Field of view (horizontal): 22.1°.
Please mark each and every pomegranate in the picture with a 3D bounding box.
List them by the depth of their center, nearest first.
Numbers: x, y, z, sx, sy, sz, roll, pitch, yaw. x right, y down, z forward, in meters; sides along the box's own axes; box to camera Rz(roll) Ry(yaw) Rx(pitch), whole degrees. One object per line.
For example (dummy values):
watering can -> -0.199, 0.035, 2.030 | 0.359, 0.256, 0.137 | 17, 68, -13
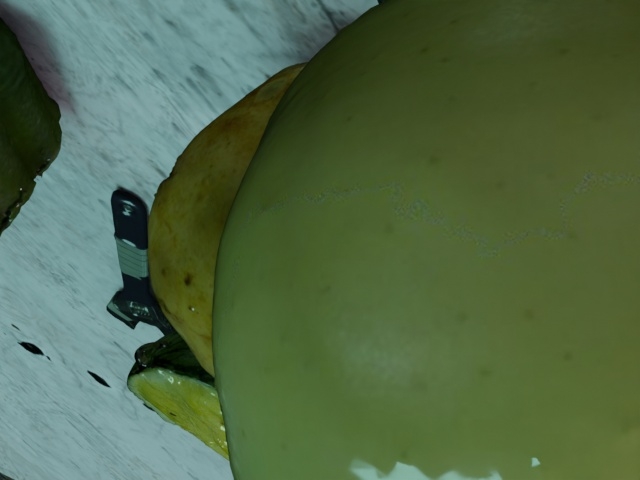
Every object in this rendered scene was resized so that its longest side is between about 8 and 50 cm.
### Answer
pomegranate -> 0.000, 0.000, 1.200 | 0.260, 0.260, 0.260 | 28, 155, 14

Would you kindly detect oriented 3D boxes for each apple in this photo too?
apple -> 0.168, 0.066, 0.886 | 0.473, 0.474, 0.473 | 28, 155, 14

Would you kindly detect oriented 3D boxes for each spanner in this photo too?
spanner -> -0.198, 0.032, 1.792 | 0.087, 0.024, 0.316 | 28, 154, 10

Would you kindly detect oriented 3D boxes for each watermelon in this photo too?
watermelon -> -0.096, 0.157, 1.757 | 0.232, 0.127, 0.204 | 39, 156, -14

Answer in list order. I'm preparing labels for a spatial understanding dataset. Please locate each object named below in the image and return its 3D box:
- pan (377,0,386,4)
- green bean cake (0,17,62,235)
pan -> 0.054, -0.197, 1.002 | 0.136, 0.028, 0.235 | 44, 165, 36
green bean cake -> -0.441, -0.102, 1.502 | 0.319, 0.335, 0.218 | 24, 163, 18
